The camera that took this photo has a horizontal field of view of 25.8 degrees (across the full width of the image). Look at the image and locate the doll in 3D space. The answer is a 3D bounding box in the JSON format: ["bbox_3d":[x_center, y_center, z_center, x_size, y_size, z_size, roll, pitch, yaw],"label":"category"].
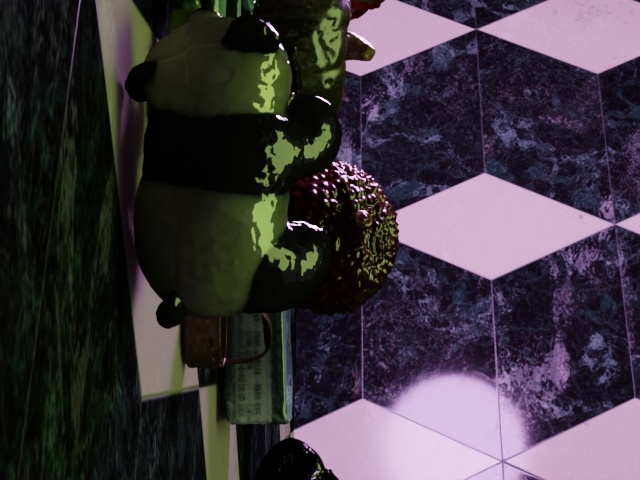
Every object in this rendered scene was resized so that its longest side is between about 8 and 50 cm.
[{"bbox_3d":[-0.070,-0.053,1.027,0.135,0.144,0.234,-5,101,-68],"label":"doll"}]

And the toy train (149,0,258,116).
[{"bbox_3d":[-0.097,-0.177,1.183,0.132,0.083,0.200,62,27,-79],"label":"toy train"}]

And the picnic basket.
[{"bbox_3d":[-0.088,0.089,1.329,0.072,0.083,0.072,0,90,-89],"label":"picnic basket"}]

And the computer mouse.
[{"bbox_3d":[-0.051,0.401,1.991,0.077,0.147,0.241,9,80,-60],"label":"computer mouse"}]

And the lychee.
[{"bbox_3d":[0.000,0.000,2.101,0.271,0.236,0.235,148,-55,-66],"label":"lychee"}]

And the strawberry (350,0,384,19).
[{"bbox_3d":[0.002,-0.471,2.117,0.261,0.261,0.257,87,10,-51],"label":"strawberry"}]

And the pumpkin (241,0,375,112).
[{"bbox_3d":[-0.025,-0.248,1.750,0.260,0.189,0.260,0,90,-87],"label":"pumpkin"}]

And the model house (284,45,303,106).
[{"bbox_3d":[-0.069,-0.112,1.601,0.165,0.106,0.152,82,5,-45],"label":"model house"}]

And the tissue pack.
[{"bbox_3d":[-0.078,0.096,1.716,0.185,0.081,0.257,68,21,-85],"label":"tissue pack"}]
